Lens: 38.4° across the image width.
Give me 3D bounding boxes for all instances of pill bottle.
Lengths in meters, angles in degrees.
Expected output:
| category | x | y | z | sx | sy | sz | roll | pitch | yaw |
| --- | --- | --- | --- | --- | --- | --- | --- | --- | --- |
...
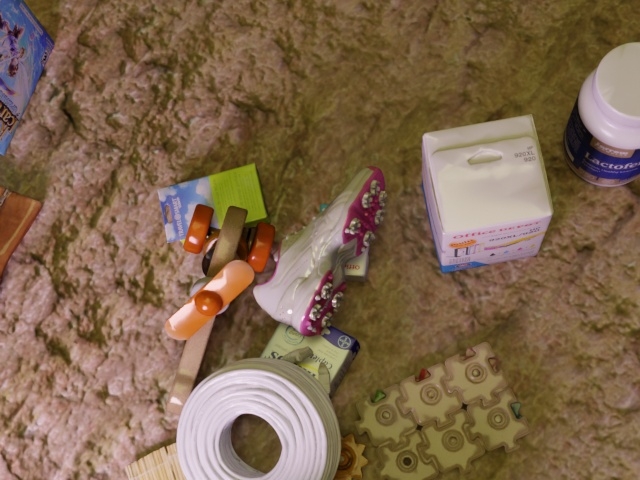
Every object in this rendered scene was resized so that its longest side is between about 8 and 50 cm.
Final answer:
| category | x | y | z | sx | sy | sz | roll | pitch | yaw |
| --- | --- | --- | --- | --- | --- | --- | --- | --- | --- |
| pill bottle | 0.477 | -0.197 | 1.457 | 0.153 | 0.265 | 0.153 | -2 | 73 | 7 |

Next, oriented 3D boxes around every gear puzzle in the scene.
| category | x | y | z | sx | sy | sz | roll | pitch | yaw |
| --- | --- | --- | --- | --- | --- | --- | --- | --- | --- |
| gear puzzle | 0.153 | 0.307 | 1.467 | 0.339 | 0.044 | 0.175 | -25 | 74 | 2 |

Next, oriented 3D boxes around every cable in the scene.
| category | x | y | z | sx | sy | sz | roll | pitch | yaw |
| --- | --- | --- | --- | --- | --- | --- | --- | --- | --- |
| cable | -0.095 | 0.311 | 1.417 | 0.257 | 0.089 | 0.257 | -15 | 86 | 15 |

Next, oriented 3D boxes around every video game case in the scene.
| category | x | y | z | sx | sy | sz | roll | pitch | yaw |
| --- | --- | --- | --- | --- | --- | --- | --- | --- | --- |
| video game case | -0.581 | -0.309 | 1.610 | 0.061 | 0.269 | 0.244 | 19 | 77 | 9 |

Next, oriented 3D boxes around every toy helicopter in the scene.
| category | x | y | z | sx | sy | sz | roll | pitch | yaw |
| --- | --- | --- | --- | --- | --- | --- | --- | --- | --- |
| toy helicopter | -0.180 | 0.117 | 1.472 | 0.140 | 0.235 | 0.355 | 17 | 95 | -8 |

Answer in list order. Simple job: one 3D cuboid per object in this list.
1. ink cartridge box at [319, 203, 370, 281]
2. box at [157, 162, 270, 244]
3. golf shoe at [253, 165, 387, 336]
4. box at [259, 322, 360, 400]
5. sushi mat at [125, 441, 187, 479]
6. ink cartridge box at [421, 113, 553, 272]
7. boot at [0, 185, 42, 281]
| category | x | y | z | sx | sy | sz | roll | pitch | yaw |
| --- | --- | --- | --- | --- | --- | --- | --- | --- | --- |
| ink cartridge box | 0.039 | 0.005 | 1.560 | 0.088 | 0.052 | 0.122 | 4 | 73 | 8 |
| box | -0.187 | -0.061 | 1.610 | 0.178 | 0.042 | 0.109 | -15 | 72 | 2 |
| golf shoe | 0.000 | 0.000 | 1.483 | 0.140 | 0.115 | 0.306 | 18 | 67 | 29 |
| box | -0.023 | 0.197 | 1.500 | 0.126 | 0.072 | 0.137 | 27 | 79 | 14 |
| sushi mat | -0.197 | 0.479 | 1.465 | 0.151 | 0.019 | 0.317 | -21 | 73 | -1 |
| ink cartridge box | 0.258 | -0.068 | 1.461 | 0.171 | 0.233 | 0.168 | -11 | 73 | 4 |
| boot | -0.664 | 0.010 | 1.618 | 0.264 | 0.096 | 0.280 | 15 | 75 | 11 |
